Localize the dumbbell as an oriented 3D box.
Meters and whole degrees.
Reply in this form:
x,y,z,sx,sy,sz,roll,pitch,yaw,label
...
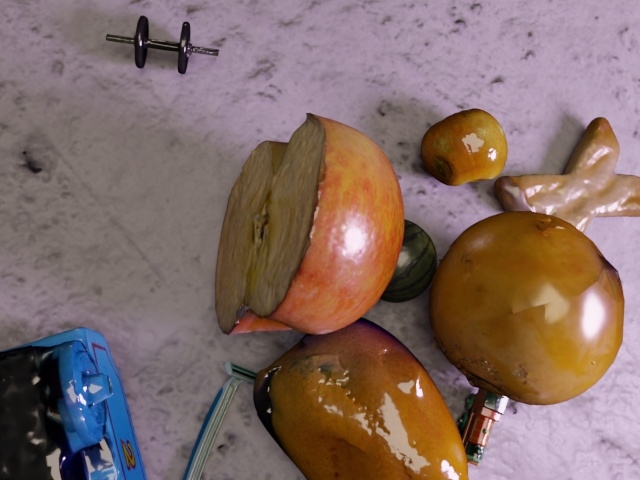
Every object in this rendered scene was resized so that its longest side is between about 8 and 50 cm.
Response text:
x,y,z,sx,sy,sz,roll,pitch,yaw,label
-0.209,-0.259,0.915,0.147,0.069,0.069,7,78,-8,dumbbell

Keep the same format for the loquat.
x,y,z,sx,sy,sz,roll,pitch,yaw,label
0.248,0.083,0.841,0.235,0.235,0.235,2,79,-9,loquat

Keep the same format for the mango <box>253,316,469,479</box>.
x,y,z,sx,sy,sz,roll,pitch,yaw,label
0.060,0.225,0.813,0.287,0.201,0.152,56,34,3,mango

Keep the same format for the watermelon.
x,y,z,sx,sy,sz,roll,pitch,yaw,label
0.091,0.034,0.887,0.105,0.105,0.133,40,67,0,watermelon

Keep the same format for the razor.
x,y,z,sx,sy,sz,roll,pitch,yaw,label
-0.135,0.245,0.849,0.068,0.037,0.191,33,77,-45,razor

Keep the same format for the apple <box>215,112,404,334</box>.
x,y,z,sx,sy,sz,roll,pitch,yaw,label
0.000,0.000,0.804,0.163,0.293,0.251,14,80,-23,apple

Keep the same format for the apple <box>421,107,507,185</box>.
x,y,z,sx,sy,sz,roll,pitch,yaw,label
0.197,-0.124,0.941,0.114,0.099,0.102,-20,85,-16,apple

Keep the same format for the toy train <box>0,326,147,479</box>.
x,y,z,sx,sy,sz,roll,pitch,yaw,label
-0.274,0.251,0.707,0.188,0.265,0.300,-16,78,-8,toy train

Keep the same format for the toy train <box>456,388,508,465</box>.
x,y,z,sx,sy,sz,roll,pitch,yaw,label
0.204,0.240,0.889,0.044,0.064,0.103,25,76,-5,toy train

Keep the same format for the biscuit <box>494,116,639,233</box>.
x,y,z,sx,sy,sz,roll,pitch,yaw,label
0.365,-0.064,0.982,0.208,0.047,0.164,-30,86,-13,biscuit
